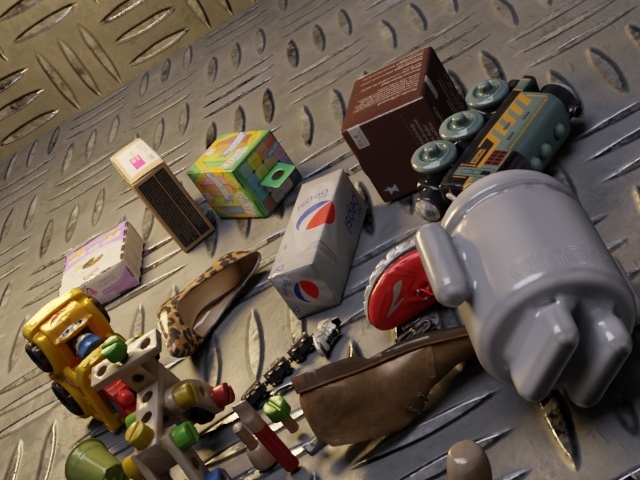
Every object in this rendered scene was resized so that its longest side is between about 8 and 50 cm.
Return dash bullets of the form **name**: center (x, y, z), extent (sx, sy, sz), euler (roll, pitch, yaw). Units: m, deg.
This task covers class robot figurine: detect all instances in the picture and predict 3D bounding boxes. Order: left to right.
- **robot figurine**: center (0.265, 0.046, 1.445), extent (0.353, 0.299, 0.200), euler (-107, 36, -50)

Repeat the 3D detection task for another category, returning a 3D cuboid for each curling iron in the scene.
- **curling iron**: center (0.078, 0.206, 1.620), extent (0.274, 0.035, 0.068), euler (-45, 24, -23)

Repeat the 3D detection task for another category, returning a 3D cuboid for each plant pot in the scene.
- **plant pot**: center (-0.346, 0.363, 1.811), extent (0.079, 0.083, 0.083), euler (14, 53, 41)

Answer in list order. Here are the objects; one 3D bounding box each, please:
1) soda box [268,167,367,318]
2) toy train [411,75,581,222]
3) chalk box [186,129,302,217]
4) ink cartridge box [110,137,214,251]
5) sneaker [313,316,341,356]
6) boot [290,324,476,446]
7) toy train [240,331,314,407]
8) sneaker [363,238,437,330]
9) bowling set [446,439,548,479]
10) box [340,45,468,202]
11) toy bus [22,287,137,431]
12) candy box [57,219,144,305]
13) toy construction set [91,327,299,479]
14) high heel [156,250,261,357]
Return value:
- **soda box**: center (0.000, 0.000, 1.988), extent (0.091, 0.098, 0.286), euler (-20, 29, 26)
- **toy train**: center (0.289, -0.145, 1.869), extent (0.190, 0.142, 0.334), euler (11, 48, 40)
- **chalk box**: center (-0.142, -0.135, 2.337), extent (0.213, 0.132, 0.132), euler (-1, 42, 49)
- **ink cartridge box**: center (-0.336, -0.100, 2.435), extent (0.088, 0.193, 0.234), euler (-38, 27, -6)
- **sneaker**: center (0.013, 0.147, 1.798), extent (0.037, 0.032, 0.083), euler (-23, 29, 22)
- **boot**: center (0.122, 0.189, 1.553), extent (0.305, 0.115, 0.112), euler (-19, -9, -3)
- **toy train**: center (-0.066, 0.202, 1.805), extent (0.158, 0.027, 0.036), euler (-44, 17, -17)
- **sneaker**: center (0.187, 0.046, 1.694), extent (0.279, 0.107, 0.118), euler (-36, 35, 2)
- **bowling set**: center (0.215, 0.343, 1.152), extent (0.199, 0.154, 0.287), euler (-2, 36, 19)
- **box**: center (0.158, -0.211, 2.077), extent (0.167, 0.168, 0.203), euler (-22, 29, 23)
- **toy bus**: center (-0.372, 0.213, 1.936), extent (0.149, 0.220, 0.211), euler (-40, 32, -21)
- **candy box**: center (-0.466, 0.062, 2.453), extent (0.164, 0.070, 0.196), euler (-30, 26, 9)
- **toy construction set**: center (-0.204, 0.246, 1.640), extent (0.308, 0.237, 0.257), euler (-12, 37, 36)
- **high heel**: center (-0.191, 0.104, 2.029), extent (0.186, 0.093, 0.261), euler (-35, 16, 14)
